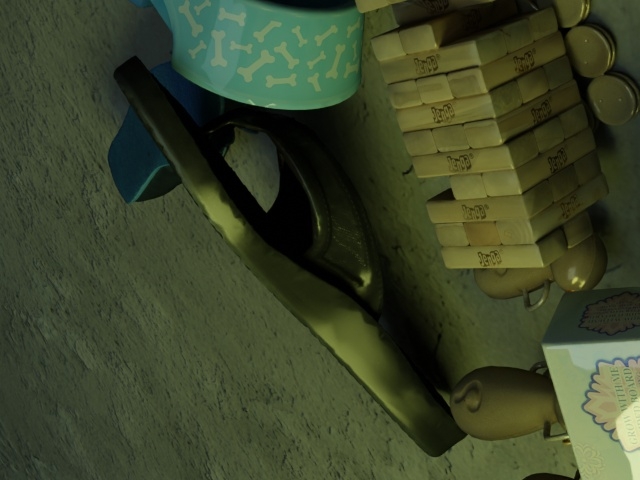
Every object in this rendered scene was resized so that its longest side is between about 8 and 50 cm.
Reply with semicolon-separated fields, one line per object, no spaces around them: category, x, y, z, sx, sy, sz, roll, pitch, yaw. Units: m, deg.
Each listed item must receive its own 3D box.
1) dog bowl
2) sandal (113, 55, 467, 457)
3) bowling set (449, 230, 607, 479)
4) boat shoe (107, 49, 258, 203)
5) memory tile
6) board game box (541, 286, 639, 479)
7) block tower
dog bowl;-0.088;-0.208;0.864;0.297;0.166;0.074;37;129;24
sandal;0.000;0.000;0.917;0.446;0.107;0.167;49;-178;-29
bowling set;0.204;0.139;0.823;0.200;0.287;0.154;20;164;-25
boat shoe;-0.125;-0.114;1.042;0.258;0.089;0.109;-22;88;59
memory tile;0.149;-0.115;0.785;0.148;0.012;0.113;-21;102;53
board game box;0.321;0.167;0.637;0.318;0.066;0.318;-8;113;32
block tower;0.089;-0.152;0.736;0.097;0.091;0.335;-3;110;50
